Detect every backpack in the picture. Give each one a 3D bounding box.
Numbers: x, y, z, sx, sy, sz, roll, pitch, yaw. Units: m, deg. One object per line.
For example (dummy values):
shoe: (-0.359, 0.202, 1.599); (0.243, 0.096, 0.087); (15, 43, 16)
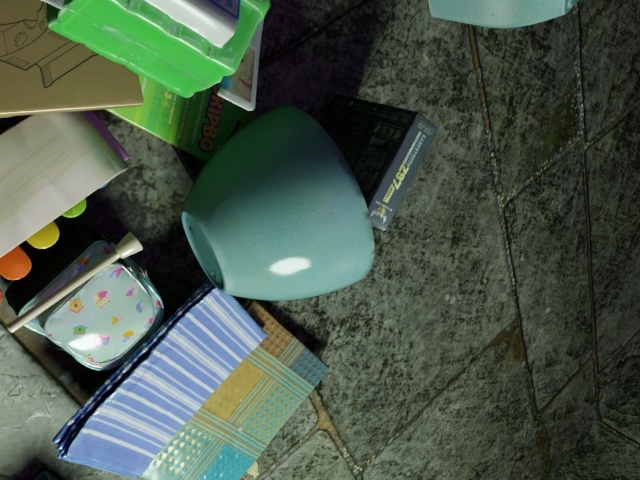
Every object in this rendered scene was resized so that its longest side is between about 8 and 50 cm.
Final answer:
backpack: (-0.320, 0.094, 0.854); (0.166, 0.144, 0.188); (-48, 140, -15)

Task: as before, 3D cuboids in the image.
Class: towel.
towel: (-0.174, 0.319, 1.129); (0.370, 0.040, 0.271); (-50, 126, -11)
towel: (-0.237, 0.234, 0.959); (0.336, 0.040, 0.243); (-47, 149, -13)

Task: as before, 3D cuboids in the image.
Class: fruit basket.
fruit basket: (-0.176, -0.376, 0.708); (0.327, 0.165, 0.353); (22, 72, -42)

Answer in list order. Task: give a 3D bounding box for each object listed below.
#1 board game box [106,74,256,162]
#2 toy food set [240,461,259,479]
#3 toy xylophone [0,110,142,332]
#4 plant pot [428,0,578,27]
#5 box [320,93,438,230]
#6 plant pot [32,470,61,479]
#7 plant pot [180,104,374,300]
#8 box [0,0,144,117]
board game box: (-0.218, -0.210, 0.862); (0.259, 0.039, 0.124); (26, 93, -40)
toy food set: (-0.173, 0.460, 1.223); (0.078, 0.019, 0.122); (-29, 125, -26)
toy xylophone: (-0.376, -0.029, 0.739); (0.323, 0.081, 0.236); (-33, 102, -22)
plant pot: (0.346, -0.510, 0.991); (0.247, 0.252, 0.248); (-46, 146, -13)
box: (0.064, -0.138, 0.988); (0.059, 0.233, 0.183); (26, 93, -37)
plant pot: (-0.413, 0.530, 0.974); (0.166, 0.165, 0.234); (-44, 139, -14)
plant pot: (-0.087, -0.027, 0.869); (0.195, 0.290, 0.290); (-27, 125, -22)
box: (-0.330, -0.235, 0.712); (0.201, 0.021, 0.164); (-12, 92, -28)
